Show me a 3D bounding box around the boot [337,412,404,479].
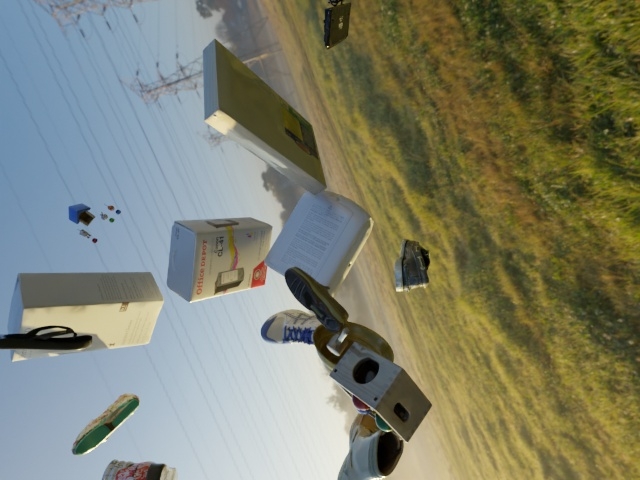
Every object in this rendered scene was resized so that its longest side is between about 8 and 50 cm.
[{"bbox_3d":[0.123,0.447,0.909,0.077,0.165,0.213,34,-142,1],"label":"boot"}]

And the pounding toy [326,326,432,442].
[{"bbox_3d":[0.067,0.248,0.747,0.206,0.094,0.181,16,149,54],"label":"pounding toy"}]

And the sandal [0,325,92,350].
[{"bbox_3d":[-0.700,0.245,1.028,0.254,0.097,0.055,22,-107,-56],"label":"sandal"}]

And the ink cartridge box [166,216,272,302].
[{"bbox_3d":[-0.314,0.051,1.303,0.306,0.131,0.226,-10,-66,-51],"label":"ink cartridge box"}]

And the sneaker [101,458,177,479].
[{"bbox_3d":[-0.442,0.596,0.992,0.270,0.144,0.090,102,173,-51],"label":"sneaker"}]

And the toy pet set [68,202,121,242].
[{"bbox_3d":[-0.687,-0.073,1.208,0.114,0.122,0.065,24,162,24],"label":"toy pet set"}]

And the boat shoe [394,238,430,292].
[{"bbox_3d":[0.279,0.068,1.197,0.305,0.091,0.109,-46,-51,-67],"label":"boat shoe"}]

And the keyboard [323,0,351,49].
[{"bbox_3d":[0.026,-0.455,0.825,0.192,0.038,0.100,-66,-15,-55],"label":"keyboard"}]

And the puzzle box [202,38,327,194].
[{"bbox_3d":[-0.141,-0.317,1.101,0.408,0.052,0.272,30,-141,-46],"label":"puzzle box"}]

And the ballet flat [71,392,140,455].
[{"bbox_3d":[-0.727,0.614,1.372,0.077,0.241,0.091,14,127,36],"label":"ballet flat"}]

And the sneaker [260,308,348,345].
[{"bbox_3d":[-0.044,0.286,1.306,0.131,0.296,0.112,-150,56,-79],"label":"sneaker"}]

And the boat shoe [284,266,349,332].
[{"bbox_3d":[-0.007,0.132,0.976,0.190,0.068,0.072,50,-136,-1],"label":"boat shoe"}]

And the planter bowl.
[{"bbox_3d":[0.075,0.308,1.059,0.217,0.217,0.091,-107,29,-66],"label":"planter bowl"}]

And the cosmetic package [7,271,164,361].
[{"bbox_3d":[-0.721,0.222,1.260,0.384,0.217,0.156,0,-144,-45],"label":"cosmetic package"}]

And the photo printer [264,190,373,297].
[{"bbox_3d":[0.000,0.000,1.250,0.256,0.308,0.107,27,174,27],"label":"photo printer"}]
